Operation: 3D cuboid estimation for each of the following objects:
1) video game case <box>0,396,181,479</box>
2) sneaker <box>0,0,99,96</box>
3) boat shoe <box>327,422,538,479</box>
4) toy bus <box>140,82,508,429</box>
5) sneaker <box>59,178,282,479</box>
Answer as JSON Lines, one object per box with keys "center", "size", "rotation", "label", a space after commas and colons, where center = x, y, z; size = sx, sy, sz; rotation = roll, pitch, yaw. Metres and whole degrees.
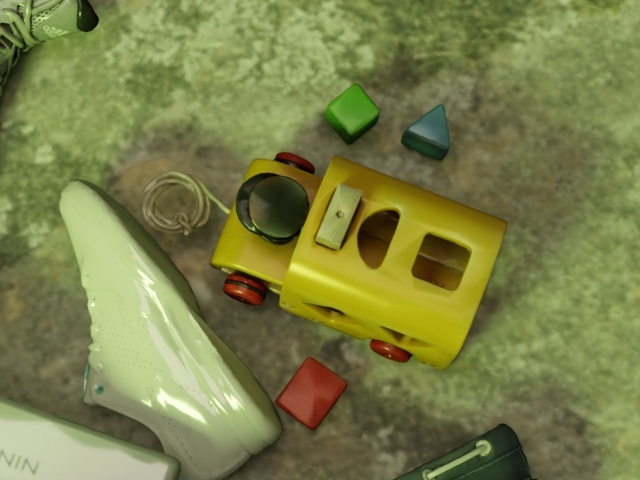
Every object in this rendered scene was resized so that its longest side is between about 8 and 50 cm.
{"center": [-0.276, 0.234, 0.984], "size": [0.300, 0.036, 0.329], "rotation": [19, 83, 2], "label": "video game case"}
{"center": [-0.213, -0.121, 1.112], "size": [0.132, 0.086, 0.228], "rotation": [-2, 72, 2], "label": "sneaker"}
{"center": [0.007, 0.176, 0.994], "size": [0.255, 0.095, 0.079], "rotation": [-19, 74, -2], "label": "boat shoe"}
{"center": [0.013, -0.001, 1.034], "size": [0.202, 0.104, 0.191], "rotation": [-23, 79, -9], "label": "toy bus"}
{"center": [-0.118, 0.060, 1.056], "size": [0.094, 0.080, 0.212], "rotation": [-37, 74, 6], "label": "sneaker"}
